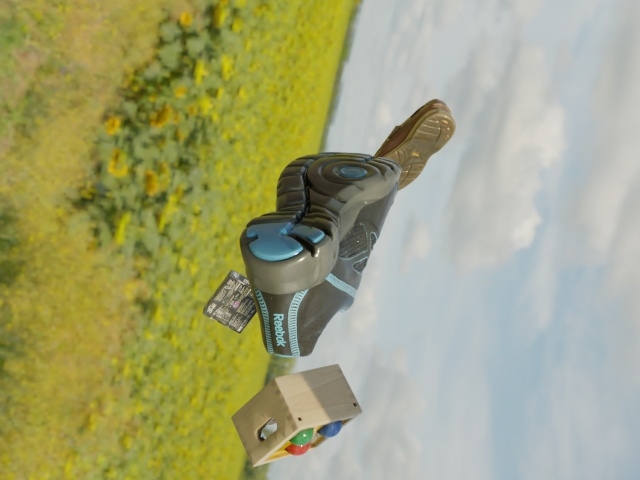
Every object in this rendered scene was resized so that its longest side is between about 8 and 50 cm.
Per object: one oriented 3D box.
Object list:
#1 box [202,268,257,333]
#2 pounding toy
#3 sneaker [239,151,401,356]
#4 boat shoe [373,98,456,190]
[{"bbox_3d":[-0.125,0.091,1.624,0.083,0.067,0.018,-53,-165,28],"label":"box"},{"bbox_3d":[-0.019,0.267,1.631,0.181,0.206,0.094,-45,-117,39],"label":"pounding toy"},{"bbox_3d":[0.000,0.000,1.228,0.341,0.125,0.139,-48,141,-56],"label":"sneaker"},{"bbox_3d":[0.122,-0.131,1.569,0.178,0.064,0.060,-44,-150,29],"label":"boat shoe"}]
